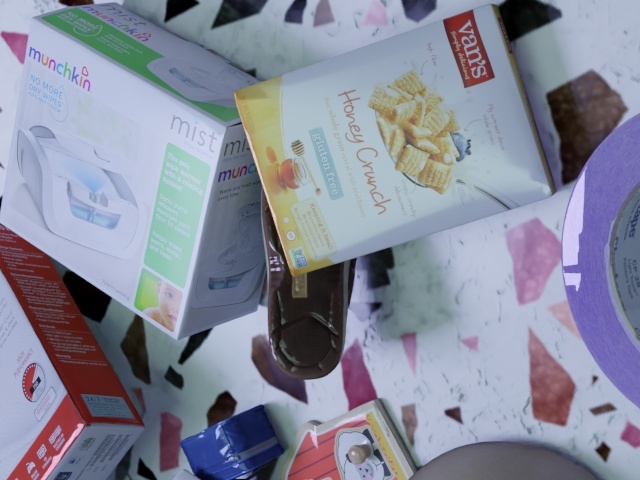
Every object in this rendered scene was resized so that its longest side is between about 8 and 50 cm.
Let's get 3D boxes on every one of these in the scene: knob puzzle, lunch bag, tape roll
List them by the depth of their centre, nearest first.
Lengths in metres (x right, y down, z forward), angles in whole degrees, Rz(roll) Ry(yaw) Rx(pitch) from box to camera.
[{"bbox_3d":[0.326,0.017,1.307,0.275,0.090,0.274,11,108,35],"label":"tape roll"},{"bbox_3d":[0.024,0.266,1.651,0.213,0.030,0.213,12,110,35],"label":"knob puzzle"},{"bbox_3d":[-0.090,0.213,1.700,0.098,0.067,0.065,-30,82,42],"label":"lunch bag"}]

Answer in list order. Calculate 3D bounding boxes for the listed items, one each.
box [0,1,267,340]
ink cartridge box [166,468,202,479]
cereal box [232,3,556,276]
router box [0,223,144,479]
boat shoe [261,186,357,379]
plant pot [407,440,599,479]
[{"bbox_3d":[-0.166,-0.074,1.646,0.262,0.127,0.231,31,122,29],"label":"box"},{"bbox_3d":[-0.063,0.345,1.682,0.225,0.056,0.181,31,145,29],"label":"ink cartridge box"},{"bbox_3d":[0.063,-0.085,1.455,0.240,0.047,0.173,-18,91,16],"label":"cereal box"},{"bbox_3d":[-0.363,0.200,1.817,0.335,0.082,0.301,-53,53,24],"label":"router box"},{"bbox_3d":[-0.008,-0.001,1.561,0.095,0.095,0.257,7,85,8],"label":"boat shoe"},{"bbox_3d":[0.134,0.337,1.463,0.284,0.191,0.284,9,107,30],"label":"plant pot"}]
